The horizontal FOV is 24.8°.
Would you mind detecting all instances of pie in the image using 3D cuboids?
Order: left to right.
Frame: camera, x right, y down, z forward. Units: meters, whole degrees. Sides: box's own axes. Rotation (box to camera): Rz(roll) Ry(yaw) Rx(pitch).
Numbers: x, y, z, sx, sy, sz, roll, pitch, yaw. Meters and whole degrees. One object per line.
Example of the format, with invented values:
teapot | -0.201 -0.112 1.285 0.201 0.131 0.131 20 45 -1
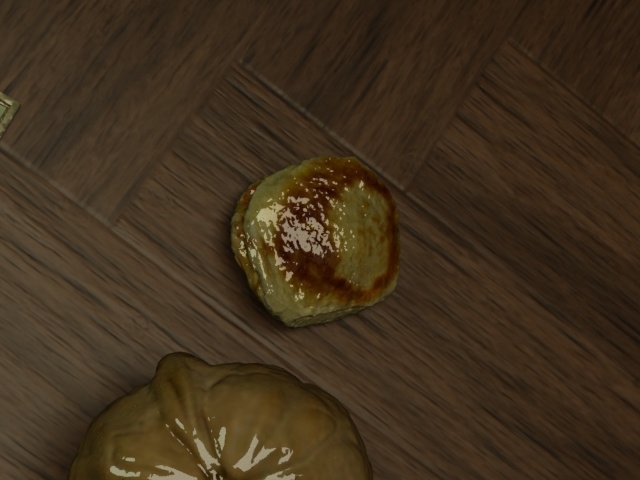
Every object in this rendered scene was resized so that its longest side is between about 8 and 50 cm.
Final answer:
pie | 0.000 0.000 1.609 0.205 0.084 0.179 -10 82 -25

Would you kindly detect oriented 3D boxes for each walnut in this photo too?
walnut | -0.098 0.243 1.422 0.296 0.285 0.285 -13 84 -7

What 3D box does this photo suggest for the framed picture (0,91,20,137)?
framed picture | -0.421 -0.096 1.514 0.136 0.010 0.201 31 70 -11
